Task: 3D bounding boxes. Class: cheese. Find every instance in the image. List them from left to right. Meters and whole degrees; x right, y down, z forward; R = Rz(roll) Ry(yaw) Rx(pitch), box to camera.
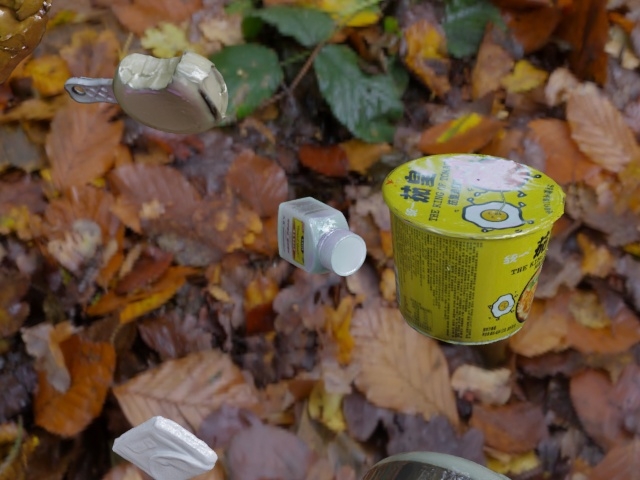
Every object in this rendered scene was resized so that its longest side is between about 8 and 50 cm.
[{"bbox_3d":[-0.291,-0.242,1.704,0.286,0.163,0.082,5,58,19],"label":"cheese"}]

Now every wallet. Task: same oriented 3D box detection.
[{"bbox_3d":[-0.241,0.327,1.608,0.124,0.183,0.032,40,53,-14],"label":"wallet"}]

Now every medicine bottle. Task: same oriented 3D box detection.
[{"bbox_3d":[0.000,0.000,1.257,0.055,0.074,0.118,-13,26,-33],"label":"medicine bottle"}]

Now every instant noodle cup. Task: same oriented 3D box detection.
[{"bbox_3d":[0.267,0.020,1.906,0.325,0.254,0.325,0,29,0],"label":"instant noodle cup"}]

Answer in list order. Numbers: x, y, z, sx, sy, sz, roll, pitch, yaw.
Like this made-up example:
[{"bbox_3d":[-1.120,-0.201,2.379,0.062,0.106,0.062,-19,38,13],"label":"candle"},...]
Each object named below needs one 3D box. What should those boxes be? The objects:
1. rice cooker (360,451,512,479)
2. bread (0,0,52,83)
[{"bbox_3d":[0.130,0.481,1.349,0.335,0.335,0.325,24,48,16],"label":"rice cooker"},{"bbox_3d":[-0.514,-0.354,1.267,0.398,0.398,0.215,-2,32,-2],"label":"bread"}]
